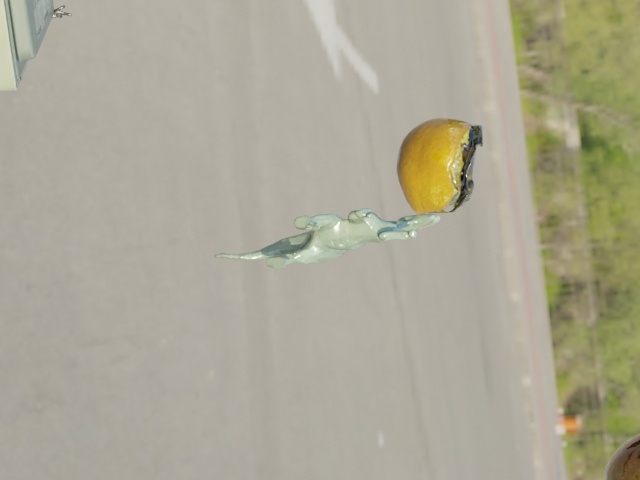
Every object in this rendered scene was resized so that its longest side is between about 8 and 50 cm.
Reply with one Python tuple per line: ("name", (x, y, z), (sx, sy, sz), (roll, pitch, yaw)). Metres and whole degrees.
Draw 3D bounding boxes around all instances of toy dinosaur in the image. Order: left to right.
("toy dinosaur", (0.000, 0.000, 1.536), (0.167, 0.242, 0.053), (-3, 79, -61))

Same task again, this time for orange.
("orange", (0.161, -0.108, 1.844), (0.170, 0.112, 0.160), (-55, -158, 36))

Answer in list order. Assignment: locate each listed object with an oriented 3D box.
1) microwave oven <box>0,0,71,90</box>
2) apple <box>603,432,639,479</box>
("microwave oven", (-0.368, -0.256, 1.329), (0.240, 0.194, 0.145), (-95, 179, -62))
("apple", (0.372, 0.276, 1.296), (0.174, 0.188, 0.207), (78, 10, -77))
